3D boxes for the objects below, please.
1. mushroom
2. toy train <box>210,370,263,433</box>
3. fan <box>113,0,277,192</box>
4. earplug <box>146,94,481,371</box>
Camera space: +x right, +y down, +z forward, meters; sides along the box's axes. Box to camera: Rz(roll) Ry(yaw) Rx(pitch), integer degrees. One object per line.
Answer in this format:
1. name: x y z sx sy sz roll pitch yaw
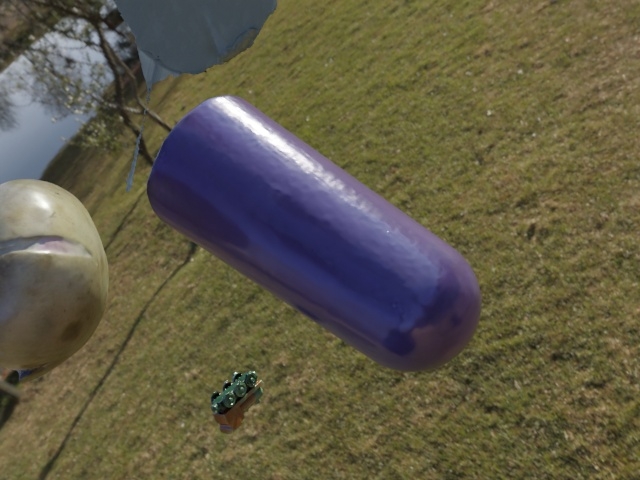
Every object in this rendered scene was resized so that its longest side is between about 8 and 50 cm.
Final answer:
1. mushroom: -0.361 0.049 0.731 0.255 0.184 0.254 -173 90 -70
2. toy train: -0.132 0.256 0.947 0.044 0.064 0.103 -13 17 40
3. fan: -0.131 -0.167 0.493 0.010 0.182 0.310 -32 -26 -54
4. earplug: 0.000 0.000 0.773 0.456 0.215 0.215 34 78 22
